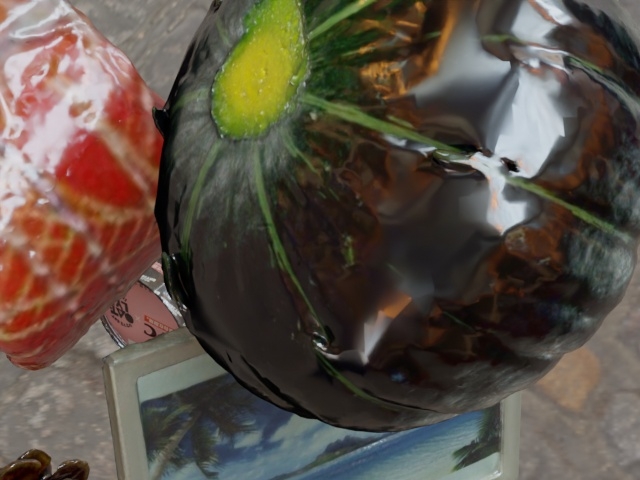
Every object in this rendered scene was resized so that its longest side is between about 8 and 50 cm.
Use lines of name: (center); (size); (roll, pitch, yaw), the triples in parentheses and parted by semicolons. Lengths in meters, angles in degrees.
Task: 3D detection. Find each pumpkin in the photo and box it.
pumpkin: (0.061, -0.032, 0.721); (0.296, 0.296, 0.295); (3, 81, -20)

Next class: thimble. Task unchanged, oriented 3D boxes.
thimble: (-0.271, -0.075, 1.080); (0.350, 0.350, 0.230); (46, 77, -8)

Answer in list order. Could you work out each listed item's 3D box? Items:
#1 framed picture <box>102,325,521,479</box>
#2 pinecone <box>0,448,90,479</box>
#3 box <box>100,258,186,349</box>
framed picture: (0.010, 0.125, 0.885); (0.315, 0.024, 0.232); (-18, 122, -25)
pinecone: (-0.381, 0.418, 1.731); (0.244, 0.244, 0.309); (-23, 54, -22)
box: (-0.182, 0.067, 1.624); (0.151, 0.151, 0.135); (52, 52, -6)
